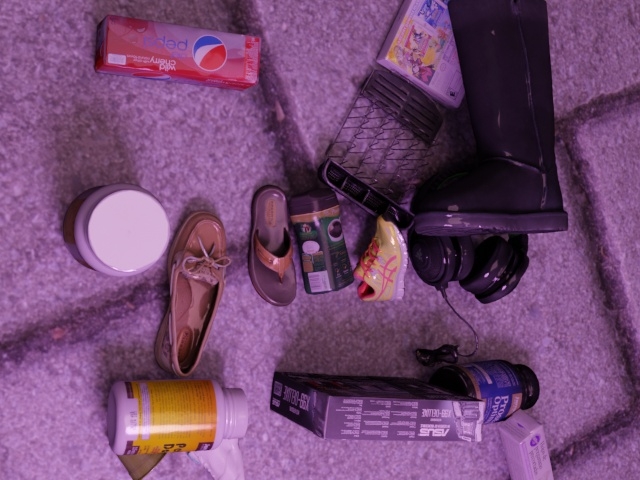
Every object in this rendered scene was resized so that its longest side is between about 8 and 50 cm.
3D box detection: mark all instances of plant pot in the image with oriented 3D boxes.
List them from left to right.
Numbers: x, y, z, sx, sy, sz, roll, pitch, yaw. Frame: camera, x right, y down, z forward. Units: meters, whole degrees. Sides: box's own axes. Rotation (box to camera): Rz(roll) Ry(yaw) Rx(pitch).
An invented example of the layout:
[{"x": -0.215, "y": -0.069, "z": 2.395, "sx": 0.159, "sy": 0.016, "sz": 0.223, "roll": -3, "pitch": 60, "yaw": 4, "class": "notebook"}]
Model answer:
[{"x": -0.310, "y": 0.350, "z": 1.456, "sx": 0.079, "sy": 0.083, "sz": 0.083, "roll": 46, "pitch": 73, "yaw": -5, "class": "plant pot"}]

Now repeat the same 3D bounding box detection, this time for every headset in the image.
[{"x": 0.269, "y": 0.048, "z": 1.696, "sx": 0.243, "sy": 0.185, "sz": 0.394, "roll": 18, "pitch": 69, "yaw": -20, "class": "headset"}]

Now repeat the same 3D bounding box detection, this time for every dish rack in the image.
[{"x": 0.127, "y": -0.178, "z": 1.634, "sx": 0.208, "sy": 0.074, "sz": 0.272, "roll": 32, "pitch": 78, "yaw": -23, "class": "dish rack"}]

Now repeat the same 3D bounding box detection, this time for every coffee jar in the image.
[{"x": 0.000, "y": 0.000, "z": 1.571, "sx": 0.096, "sy": 0.079, "sz": 0.185, "roll": -21, "pitch": 102, "yaw": -56, "class": "coffee jar"}]

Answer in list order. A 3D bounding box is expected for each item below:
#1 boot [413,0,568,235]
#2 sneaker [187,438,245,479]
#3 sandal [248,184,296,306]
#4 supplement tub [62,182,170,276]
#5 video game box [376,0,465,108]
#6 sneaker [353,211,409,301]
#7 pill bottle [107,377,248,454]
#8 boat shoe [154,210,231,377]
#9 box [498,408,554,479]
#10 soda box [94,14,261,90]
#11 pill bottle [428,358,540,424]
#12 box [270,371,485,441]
[{"x": 0.293, "y": -0.234, "z": 1.572, "sx": 0.367, "sy": 0.146, "sz": 0.446, "roll": -1, "pitch": 87, "yaw": -42, "class": "boot"}, {"x": -0.184, "y": 0.380, "z": 1.519, "sx": 0.094, "sy": 0.080, "sz": 0.212, "roll": -10, "pitch": 89, "yaw": -12, "class": "sneaker"}, {"x": -0.079, "y": 0.010, "z": 1.553, "sx": 0.090, "sy": 0.060, "sz": 0.220, "roll": 0, "pitch": 92, "yaw": -24, "class": "sandal"}, {"x": -0.320, "y": -0.017, "z": 1.366, "sx": 0.144, "sy": 0.199, "sz": 0.144, "roll": -1, "pitch": 92, "yaw": -25, "class": "supplement tub"}, {"x": 0.227, "y": -0.389, "z": 1.687, "sx": 0.187, "sy": 0.048, "sz": 0.205, "roll": 30, "pitch": 79, "yaw": -25, "class": "video game box"}, {"x": 0.106, "y": 0.041, "z": 1.594, "sx": 0.094, "sy": 0.081, "sz": 0.209, "roll": -11, "pitch": 130, "yaw": -10, "class": "sneaker"}, {"x": -0.231, "y": 0.285, "z": 1.414, "sx": 0.214, "sy": 0.117, "sz": 0.117, "roll": 2, "pitch": 91, "yaw": -22, "class": "pill bottle"}, {"x": -0.209, "y": 0.091, "z": 1.480, "sx": 0.104, "sy": 0.089, "sz": 0.285, "roll": 9, "pitch": 88, "yaw": -24, "class": "boat shoe"}, {"x": 0.423, "y": 0.475, "z": 1.734, "sx": 0.063, "sy": 0.067, "sz": 0.324, "roll": -33, "pitch": 125, "yaw": -19, "class": "box"}, {"x": -0.237, "y": -0.310, "z": 1.453, "sx": 0.263, "sy": 0.092, "sz": 0.084, "roll": 3, "pitch": 90, "yaw": -24, "class": "soda box"}, {"x": 0.323, "y": 0.297, "z": 1.702, "sx": 0.219, "sy": 0.122, "sz": 0.123, "roll": 0, "pitch": 92, "yaw": -37, "class": "pill bottle"}, {"x": 0.097, "y": 0.293, "z": 1.544, "sx": 0.307, "sy": 0.242, "sz": 0.077, "roll": 7, "pitch": 89, "yaw": -25, "class": "box"}]
